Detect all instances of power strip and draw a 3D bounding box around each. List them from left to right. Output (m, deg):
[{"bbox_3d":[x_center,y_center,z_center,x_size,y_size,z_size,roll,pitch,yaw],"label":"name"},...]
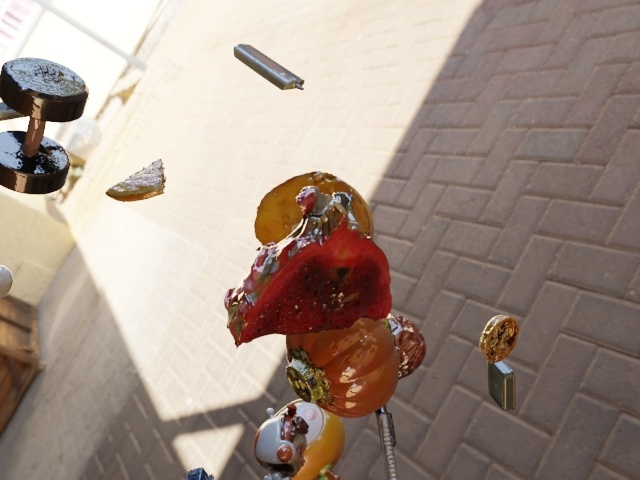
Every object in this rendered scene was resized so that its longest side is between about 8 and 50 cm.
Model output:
[{"bbox_3d":[-0.120,-0.412,1.590,0.252,0.060,0.027,41,133,31],"label":"power strip"}]

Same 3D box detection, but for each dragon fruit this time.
[{"bbox_3d":[-0.011,0.022,0.917,0.134,0.262,0.212,45,124,41],"label":"dragon fruit"}]

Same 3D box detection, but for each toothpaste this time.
[{"bbox_3d":[-0.567,-0.266,1.304,0.233,0.038,0.060,-7,47,8],"label":"toothpaste"}]

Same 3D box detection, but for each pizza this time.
[{"bbox_3d":[-0.486,-0.162,1.869,0.200,0.053,0.193,4,40,33],"label":"pizza"}]

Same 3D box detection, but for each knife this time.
[{"bbox_3d":[0.163,0.522,1.491,0.043,0.089,0.365,-10,59,3],"label":"knife"}]

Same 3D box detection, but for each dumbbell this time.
[{"bbox_3d":[-0.529,-0.210,1.226,0.152,0.152,0.218,-98,31,-54],"label":"dumbbell"}]

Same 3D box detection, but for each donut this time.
[{"bbox_3d":[-0.011,-0.020,1.335,0.253,0.253,0.118,-52,-13,15],"label":"donut"}]

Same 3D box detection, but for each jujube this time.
[{"bbox_3d":[0.163,0.373,2.056,0.342,0.216,0.216,-40,28,12],"label":"jujube"}]

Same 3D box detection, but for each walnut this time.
[{"bbox_3d":[0.411,0.224,1.546,0.052,0.091,0.121,41,113,60],"label":"walnut"}]

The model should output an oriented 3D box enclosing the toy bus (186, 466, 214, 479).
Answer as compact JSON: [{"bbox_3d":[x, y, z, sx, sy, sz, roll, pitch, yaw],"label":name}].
[{"bbox_3d":[-0.259,0.607,1.557,0.047,0.166,0.065,-20,30,15],"label":"toy bus"}]

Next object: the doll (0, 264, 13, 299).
[{"bbox_3d":[-0.847,0.119,1.636,0.181,0.110,0.107,-69,-13,-78],"label":"doll"}]

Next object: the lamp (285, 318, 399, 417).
[{"bbox_3d":[0.037,0.199,1.144,0.196,0.223,0.223,-28,10,-29],"label":"lamp"}]

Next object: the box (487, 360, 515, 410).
[{"bbox_3d":[0.447,0.355,1.638,0.031,0.126,0.091,-15,29,-11],"label":"box"}]

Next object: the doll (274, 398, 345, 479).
[{"bbox_3d":[-0.021,0.520,1.633,0.213,0.213,0.236,-52,56,16],"label":"doll"}]

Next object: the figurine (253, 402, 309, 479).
[{"bbox_3d":[-0.085,0.457,1.396,0.160,0.183,0.226,0,52,22],"label":"figurine"}]
